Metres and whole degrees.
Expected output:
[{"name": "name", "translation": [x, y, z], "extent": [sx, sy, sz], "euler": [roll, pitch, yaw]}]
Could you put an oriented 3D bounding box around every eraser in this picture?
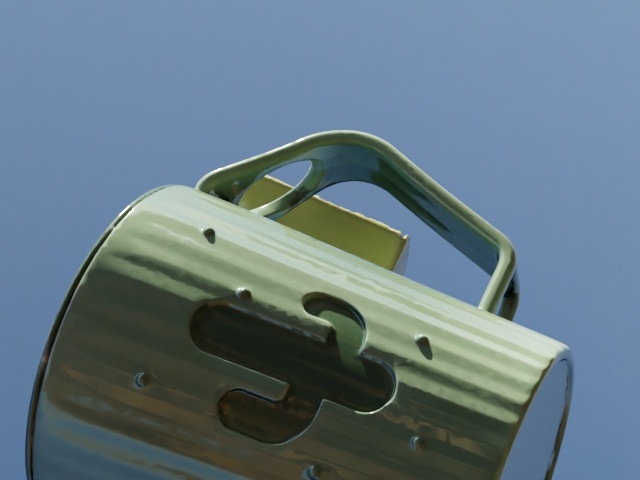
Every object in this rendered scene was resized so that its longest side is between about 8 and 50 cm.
[{"name": "eraser", "translation": [0.000, 0.000, 1.595], "extent": [0.172, 0.117, 0.058], "euler": [24, -105, 8]}]

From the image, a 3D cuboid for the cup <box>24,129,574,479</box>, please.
[{"name": "cup", "translation": [-0.004, 0.108, 1.330], "extent": [0.310, 0.392, 0.401], "euler": [4, -77, -71]}]
